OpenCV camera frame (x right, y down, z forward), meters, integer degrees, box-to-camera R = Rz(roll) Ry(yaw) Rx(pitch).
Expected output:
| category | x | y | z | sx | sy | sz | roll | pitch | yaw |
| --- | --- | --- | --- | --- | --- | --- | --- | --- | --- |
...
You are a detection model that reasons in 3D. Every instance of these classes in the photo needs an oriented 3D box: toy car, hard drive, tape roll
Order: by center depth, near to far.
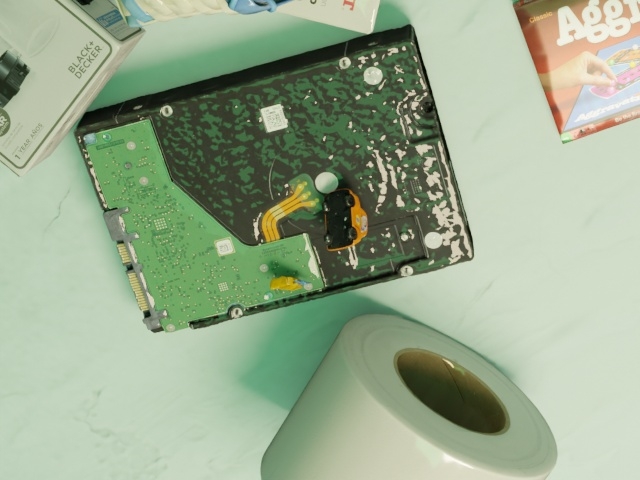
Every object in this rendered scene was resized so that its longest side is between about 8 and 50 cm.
| category | x | y | z | sx | sy | sz | roll | pitch | yaw |
| --- | --- | --- | --- | --- | --- | --- | --- | --- | --- |
| toy car | 0.000 | 0.000 | 1.529 | 0.122 | 0.060 | 0.040 | -34 | 153 | 33 |
| hard drive | -0.042 | -0.054 | 1.551 | 0.339 | 0.064 | 0.237 | -15 | 111 | 9 |
| tape roll | 0.086 | 0.210 | 1.558 | 0.246 | 0.246 | 0.169 | 28 | 112 | -8 |

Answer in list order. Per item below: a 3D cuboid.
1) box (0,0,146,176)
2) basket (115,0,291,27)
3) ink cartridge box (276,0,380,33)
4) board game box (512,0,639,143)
| category | x | y | z | sx | sy | sz | roll | pitch | yaw |
| --- | --- | --- | --- | --- | --- | --- | --- | --- | --- |
| box | -0.326 | -0.218 | 1.462 | 0.290 | 0.087 | 0.169 | 39 | 110 | -3 |
| basket | -0.051 | -0.295 | 1.176 | 0.289 | 0.201 | 0.255 | -8 | 113 | 40 |
| ink cartridge box | -0.042 | -0.303 | 1.387 | 0.232 | 0.168 | 0.171 | 14 | 112 | -2 |
| board game box | 0.335 | -0.203 | 1.486 | 0.281 | 0.027 | 0.145 | -20 | 109 | 11 |
